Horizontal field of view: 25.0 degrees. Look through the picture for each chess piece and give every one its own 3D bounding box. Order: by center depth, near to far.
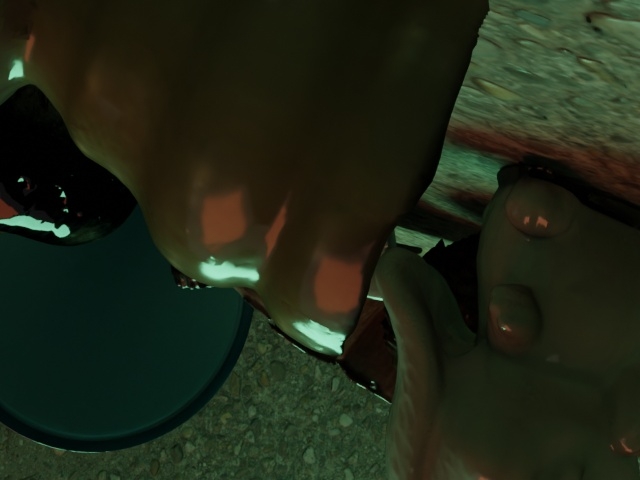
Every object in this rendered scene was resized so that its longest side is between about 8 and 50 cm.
[{"bbox_3d":[-0.106,-0.100,0.571,0.330,0.182,0.182,25,174,0],"label":"chess piece"}]

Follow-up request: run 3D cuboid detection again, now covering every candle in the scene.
[{"bbox_3d":[0.030,0.036,1.405,0.317,0.131,0.287,37,-176,-24],"label":"candle"}]

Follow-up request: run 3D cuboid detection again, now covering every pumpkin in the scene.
[{"bbox_3d":[-0.254,-0.082,1.180,0.233,0.163,0.233,18,176,1],"label":"pumpkin"}]

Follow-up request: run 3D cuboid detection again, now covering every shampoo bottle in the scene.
[{"bbox_3d":[-0.284,0.043,1.609,0.331,0.331,0.343,22,174,-23],"label":"shampoo bottle"}]

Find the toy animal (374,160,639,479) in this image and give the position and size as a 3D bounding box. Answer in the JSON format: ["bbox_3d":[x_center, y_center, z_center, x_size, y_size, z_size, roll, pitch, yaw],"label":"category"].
[{"bbox_3d":[0.143,0.084,1.021,0.249,0.289,0.174,44,168,-19],"label":"toy animal"}]

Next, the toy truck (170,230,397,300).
[{"bbox_3d":[-0.032,-0.029,1.143,0.286,0.136,0.111,9,-154,44],"label":"toy truck"}]

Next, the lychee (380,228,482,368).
[{"bbox_3d":[0.149,0.080,1.213,0.188,0.188,0.188,19,174,2],"label":"lychee"}]
